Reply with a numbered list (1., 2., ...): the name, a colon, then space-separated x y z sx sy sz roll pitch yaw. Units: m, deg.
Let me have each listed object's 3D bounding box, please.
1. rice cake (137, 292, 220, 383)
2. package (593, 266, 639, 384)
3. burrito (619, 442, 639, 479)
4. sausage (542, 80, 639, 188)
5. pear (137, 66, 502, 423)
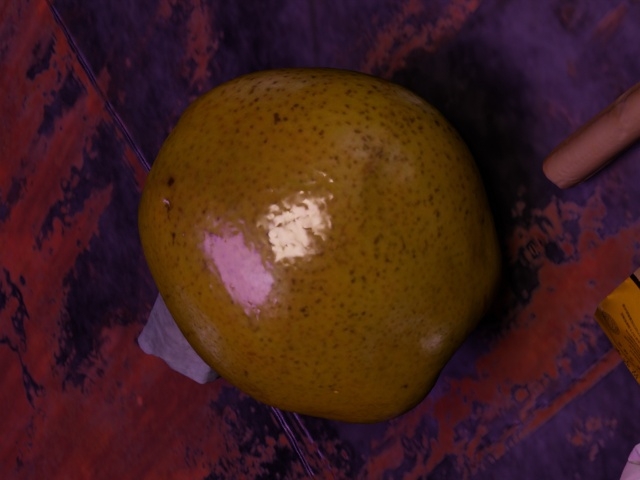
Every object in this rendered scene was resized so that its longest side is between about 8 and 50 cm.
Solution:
1. rice cake: -0.053 0.016 1.203 0.069 0.063 0.206 48 141 20
2. package: 0.176 0.043 0.920 0.071 0.047 0.131 58 142 12
3. burrito: 0.217 0.174 0.918 0.203 0.064 0.064 51 141 24
4. sausage: 0.150 -0.060 0.925 0.024 0.024 0.132 63 146 10
5. pear: 0.001 -0.001 1.027 0.198 0.198 0.198 28 128 44
